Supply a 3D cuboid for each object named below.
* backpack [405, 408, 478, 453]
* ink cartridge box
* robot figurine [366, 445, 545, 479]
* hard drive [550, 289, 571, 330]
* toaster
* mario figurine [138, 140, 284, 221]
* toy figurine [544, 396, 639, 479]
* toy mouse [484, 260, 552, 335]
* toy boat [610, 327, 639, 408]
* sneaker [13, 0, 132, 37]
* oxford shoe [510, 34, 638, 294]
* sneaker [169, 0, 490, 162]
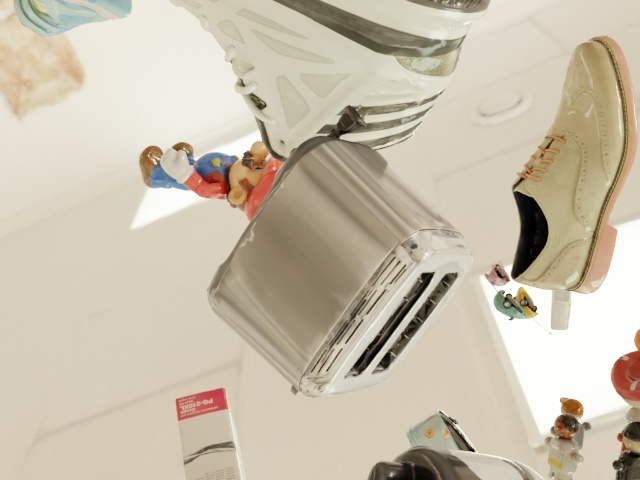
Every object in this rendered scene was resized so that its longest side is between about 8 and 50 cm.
[{"bbox_3d":[0.228,0.419,1.589,0.144,0.189,0.166,-26,169,6],"label":"backpack"},{"bbox_3d":[-0.190,0.417,1.526,0.100,0.172,0.237,-12,-137,-6],"label":"ink cartridge box"},{"bbox_3d":[0.182,0.355,1.088,0.173,0.278,0.209,-47,-141,37],"label":"robot figurine"},{"bbox_3d":[0.594,0.019,2.078,0.047,0.233,0.353,2,-112,15],"label":"hard drive"},{"bbox_3d":[0.021,0.021,0.696,0.146,0.129,0.227,45,-69,28],"label":"toaster"},{"bbox_3d":[-0.164,-0.140,1.517,0.320,0.170,0.198,14,-127,28],"label":"mario figurine"},{"bbox_3d":[0.557,0.399,1.678,0.209,0.148,0.213,9,-171,24],"label":"toy figurine"},{"bbox_3d":[0.311,0.089,1.436,0.031,0.143,0.161,-43,-134,27],"label":"toy mouse"},{"bbox_3d":[0.653,0.231,1.621,0.151,0.151,0.231,-31,-177,-27],"label":"toy boat"},{"bbox_3d":[-0.510,-0.458,1.547,0.208,0.127,0.319,-12,170,18],"label":"sneaker"},{"bbox_3d":[0.374,-0.111,1.280,0.146,0.397,0.140,1,-172,-15],"label":"oxford shoe"},{"bbox_3d":[-0.090,-0.203,0.814,0.447,0.258,0.169,20,-137,0],"label":"sneaker"}]
